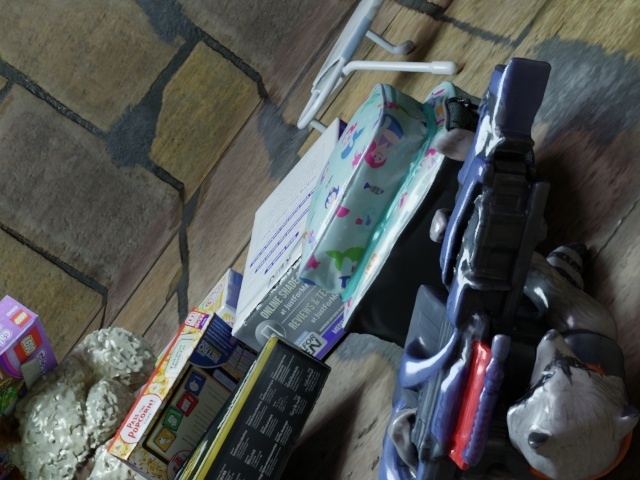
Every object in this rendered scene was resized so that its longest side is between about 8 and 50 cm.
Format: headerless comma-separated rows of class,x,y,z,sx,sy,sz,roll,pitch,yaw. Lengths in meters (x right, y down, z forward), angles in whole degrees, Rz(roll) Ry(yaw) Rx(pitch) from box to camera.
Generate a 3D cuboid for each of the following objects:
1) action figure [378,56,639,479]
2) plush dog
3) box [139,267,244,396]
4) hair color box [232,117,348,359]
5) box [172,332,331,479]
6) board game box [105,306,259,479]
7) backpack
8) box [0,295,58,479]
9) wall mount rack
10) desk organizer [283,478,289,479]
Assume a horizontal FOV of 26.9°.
action figure,0.146,0.035,0.914,0.330,0.178,0.341,-99,20,-64
plush dog,-0.262,0.263,1.601,0.210,0.225,0.262,-11,-53,-63
box,-0.136,0.155,1.725,0.203,0.103,0.114,-50,15,20
hair color box,0.000,0.000,1.625,0.185,0.110,0.339,-49,13,21
box,-0.121,0.278,1.296,0.257,0.079,0.322,-58,2,40
board game box,-0.137,0.197,1.534,0.045,0.147,0.193,9,62,47
backpack,0.093,-0.033,1.223,0.225,0.191,0.253,-61,1,24
box,-0.401,0.225,1.638,0.201,0.057,0.293,-49,-25,-26
wall mount rack,0.110,-0.285,1.906,0.350,0.130,0.304,-63,12,-29
desk organizer,-0.040,0.284,1.201,0.130,0.050,0.047,-58,14,-12
